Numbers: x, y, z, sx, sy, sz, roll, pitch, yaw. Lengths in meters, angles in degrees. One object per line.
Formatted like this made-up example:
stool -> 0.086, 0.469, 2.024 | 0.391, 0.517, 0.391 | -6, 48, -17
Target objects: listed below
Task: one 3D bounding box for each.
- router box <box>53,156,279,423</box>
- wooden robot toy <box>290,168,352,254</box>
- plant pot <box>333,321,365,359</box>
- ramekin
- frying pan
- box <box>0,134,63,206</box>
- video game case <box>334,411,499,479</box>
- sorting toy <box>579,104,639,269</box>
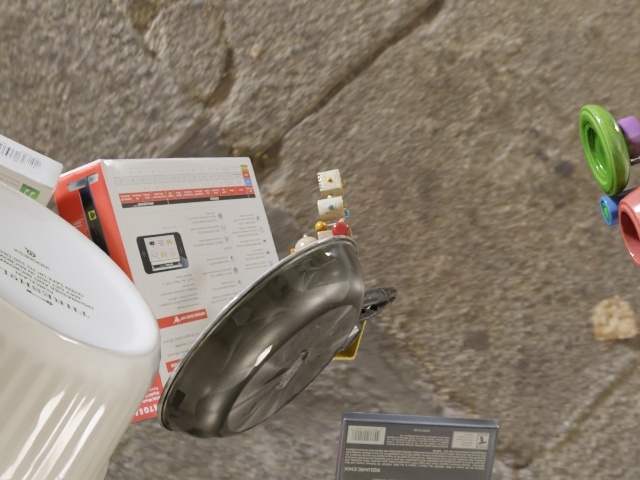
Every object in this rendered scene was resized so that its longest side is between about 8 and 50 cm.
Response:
router box -> -0.165, 0.050, 1.543 | 0.082, 0.335, 0.301 | -18, 85, 27
wooden robot toy -> 0.000, 0.000, 1.509 | 0.079, 0.076, 0.173 | -9, 78, 4
plant pot -> 0.007, 0.122, 1.803 | 0.081, 0.083, 0.081 | 8, 101, -53
ramekin -> -0.233, 0.057, 0.855 | 0.273, 0.273, 0.127 | 37, 100, -8
frying pan -> -0.021, 0.093, 0.970 | 0.197, 0.326, 0.053 | -46, 71, 0
box -> -0.467, -0.013, 1.434 | 0.232, 0.322, 0.058 | 27, 33, -14
video game case -> 0.110, 0.350, 1.562 | 0.196, 0.026, 0.274 | 4, 108, -7
sorting toy -> 0.175, -0.030, 0.660 | 0.042, 0.061, 0.102 | -18, 71, -1
